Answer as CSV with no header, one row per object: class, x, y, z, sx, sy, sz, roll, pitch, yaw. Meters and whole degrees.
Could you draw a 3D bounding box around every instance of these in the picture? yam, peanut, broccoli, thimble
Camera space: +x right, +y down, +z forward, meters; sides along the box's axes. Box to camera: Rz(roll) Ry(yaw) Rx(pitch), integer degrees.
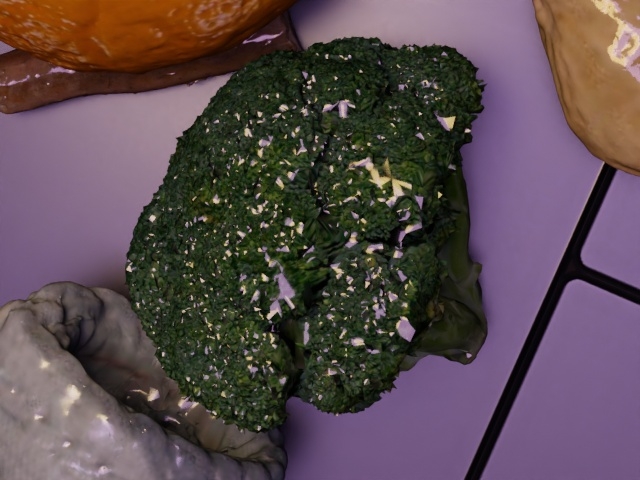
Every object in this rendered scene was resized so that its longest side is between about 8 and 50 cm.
yam,-0.134,-0.137,1.392,0.241,0.057,0.056,-10,94,5
peanut,0.256,-0.096,1.311,0.147,0.147,0.319,-37,95,8
broccoli,0.000,0.000,1.304,0.308,0.275,0.308,-21,52,29
thimble,-0.160,0.153,1.340,0.250,0.205,0.172,34,108,-14

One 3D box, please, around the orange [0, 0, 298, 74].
orange,-0.134,-0.281,1.250,0.341,0.293,0.340,0,88,9
